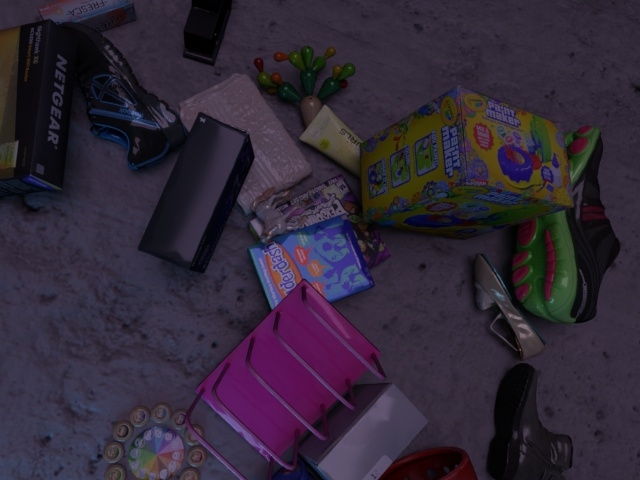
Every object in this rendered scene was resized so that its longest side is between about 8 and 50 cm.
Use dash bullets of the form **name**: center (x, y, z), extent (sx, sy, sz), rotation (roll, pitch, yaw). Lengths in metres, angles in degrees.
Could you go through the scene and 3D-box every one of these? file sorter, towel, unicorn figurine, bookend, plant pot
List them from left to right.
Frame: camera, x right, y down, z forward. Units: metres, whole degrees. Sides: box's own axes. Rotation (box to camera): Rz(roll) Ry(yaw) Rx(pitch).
- **bookend**: center (-0.240, -0.490, 1.184), extent (0.072, 0.157, 0.156), rotation (15, 72, -7)
- **towel**: center (-0.162, -0.212, 1.182), extent (0.187, 0.049, 0.282), rotation (-34, 84, -17)
- **unicorn figurine**: center (-0.087, -0.044, 1.083), extent (0.111, 0.162, 0.060), rotation (-30, 122, -15)
- **file sorter**: center (-0.058, 0.248, 0.952), extent (0.202, 0.182, 0.291), rotation (44, 92, -4)
- **plant pot**: center (0.205, 0.489, 0.993), extent (0.191, 0.191, 0.174), rotation (-19, 82, -16)

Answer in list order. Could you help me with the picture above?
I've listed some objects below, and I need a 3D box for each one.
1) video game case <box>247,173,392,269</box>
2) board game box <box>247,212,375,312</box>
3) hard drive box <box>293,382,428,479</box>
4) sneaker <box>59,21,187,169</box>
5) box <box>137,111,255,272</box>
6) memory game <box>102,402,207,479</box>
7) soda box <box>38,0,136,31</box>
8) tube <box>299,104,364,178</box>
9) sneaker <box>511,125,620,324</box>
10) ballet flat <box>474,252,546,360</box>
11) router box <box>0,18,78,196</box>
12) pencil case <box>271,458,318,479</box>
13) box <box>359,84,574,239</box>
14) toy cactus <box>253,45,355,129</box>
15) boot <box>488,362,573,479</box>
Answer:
- **video game case**: center (0.000, 0.000, 1.161), extent (0.232, 0.042, 0.210), rotation (-28, 84, -18)
- **board game box**: center (-0.019, 0.055, 1.094), extent (0.210, 0.047, 0.160), rotation (-20, 82, -13)
- **hard drive box**: center (0.060, 0.345, 0.979), extent (0.181, 0.232, 0.089), rotation (-42, 86, -18)
- **sneaker**: center (-0.427, -0.292, 1.108), extent (0.341, 0.125, 0.139), rotation (45, 73, 4)
- **box**: center (-0.220, -0.078, 1.031), extent (0.103, 0.184, 0.261), rotation (22, 84, 1)
- **memory game**: center (-0.298, 0.390, 1.007), extent (0.186, 0.012, 0.186), rotation (3, 74, -11)
- **soda box**: center (-0.491, -0.481, 1.181), extent (0.183, 0.058, 0.063), rotation (-27, 82, -17)
- **tube**: center (0.074, -0.184, 1.210), extent (0.240, 0.062, 0.070), rotation (39, 53, -2)
- **sneaker**: center (0.549, -0.037, 1.237), extent (0.202, 0.185, 0.483), rotation (29, 68, -26)
- **ballet flat**: center (0.383, 0.146, 1.187), extent (0.086, 0.086, 0.248), rotation (-32, 84, -18)
- **router box**: center (-0.588, -0.235, 1.030), extent (0.243, 0.081, 0.309), rotation (-6, 74, 15)
- **pencil case**: center (0.018, 0.528, 0.956), extent (0.119, 0.133, 0.306), rotation (-40, 94, 16)
- **box**: center (0.275, -0.131, 1.085), extent (0.290, 0.279, 0.177), rotation (8, 72, -32)
- **toy cactus**: center (-0.031, -0.334, 1.230), extent (0.219, 0.112, 0.180), rotation (-7, 95, -16)
- **boot**: center (0.442, 0.388, 1.138), extent (0.161, 0.083, 0.246), rotation (19, 77, -14)
